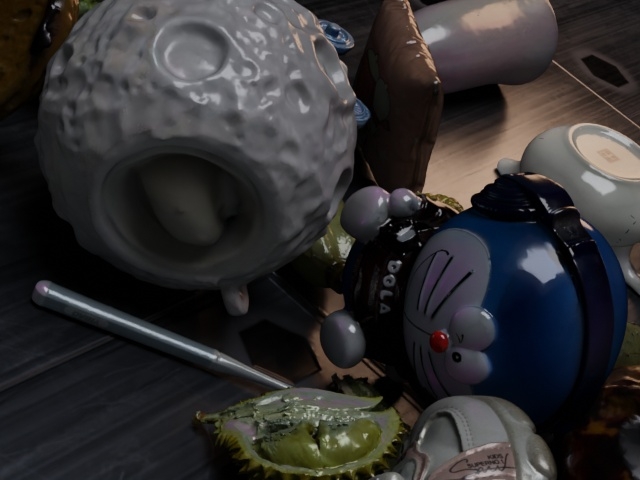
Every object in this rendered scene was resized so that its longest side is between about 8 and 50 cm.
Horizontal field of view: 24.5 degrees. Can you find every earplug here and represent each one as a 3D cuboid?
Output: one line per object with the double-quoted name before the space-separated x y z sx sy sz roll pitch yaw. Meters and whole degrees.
"earplug" 0.202 -0.292 2.208 0.301 0.172 0.172 -20 57 -44

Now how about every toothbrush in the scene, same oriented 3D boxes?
"toothbrush" -0.131 0.116 1.495 0.342 0.025 0.030 25 35 -10

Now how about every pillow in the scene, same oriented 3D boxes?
"pillow" 0.098 -0.178 1.901 0.084 0.223 0.236 -2 44 -19

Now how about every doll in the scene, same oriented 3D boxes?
"doll" 0.168 0.066 1.506 0.240 0.284 0.310 -9 14 -35

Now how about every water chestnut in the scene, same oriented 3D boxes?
"water chestnut" 0.379 0.241 1.496 0.300 0.300 0.300 21 33 -14

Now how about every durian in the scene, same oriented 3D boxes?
"durian" -0.030 0.201 1.402 0.208 0.102 0.146 11 27 14

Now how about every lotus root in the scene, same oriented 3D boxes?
"lotus root" -0.001 0.001 1.705 0.090 0.077 0.183 5 37 -23

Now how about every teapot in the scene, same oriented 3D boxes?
"teapot" 0.383 -0.055 2.038 0.208 0.166 0.299 -5 53 -53

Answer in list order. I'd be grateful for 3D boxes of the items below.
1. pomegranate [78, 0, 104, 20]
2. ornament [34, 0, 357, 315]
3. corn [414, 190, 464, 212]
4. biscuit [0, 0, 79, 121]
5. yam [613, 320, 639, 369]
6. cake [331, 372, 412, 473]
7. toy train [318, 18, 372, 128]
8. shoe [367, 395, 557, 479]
"pomegranate" -0.346 -0.294 1.737 0.302 0.236 0.236 -4 38 -2
"ornament" -0.127 -0.120 1.536 0.337 0.337 0.337 21 33 -14
"corn" 0.179 0.065 1.736 0.101 0.101 0.291 0 45 -38
"biscuit" -0.389 -0.255 1.597 0.296 0.296 0.075 44 4 21
"yam" 0.331 0.138 1.692 0.259 0.106 0.106 17 29 -53
"cake" 0.055 0.177 1.532 0.051 0.055 0.140 3 39 -27
"toy train" -0.054 -0.200 1.894 0.202 0.131 0.299 14 35 -20
"shoe" 0.088 0.264 1.239 0.198 0.172 0.351 14 39 -14
